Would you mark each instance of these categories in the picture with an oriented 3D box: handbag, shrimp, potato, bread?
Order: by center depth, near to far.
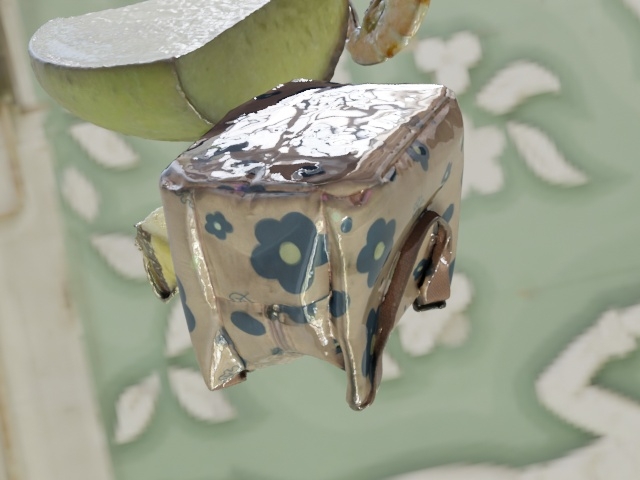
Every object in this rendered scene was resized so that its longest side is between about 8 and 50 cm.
[{"bbox_3d":[0.000,0.000,1.403,0.251,0.190,0.193,-48,135,-59],"label":"handbag"},{"bbox_3d":[-0.136,-0.156,1.661,0.269,0.255,0.112,-37,120,-47],"label":"potato"},{"bbox_3d":[-0.123,0.005,2.137,0.127,0.147,0.152,37,-31,27],"label":"bread"},{"bbox_3d":[0.055,-0.333,2.180,0.058,0.169,0.296,12,49,-36],"label":"shrimp"}]
